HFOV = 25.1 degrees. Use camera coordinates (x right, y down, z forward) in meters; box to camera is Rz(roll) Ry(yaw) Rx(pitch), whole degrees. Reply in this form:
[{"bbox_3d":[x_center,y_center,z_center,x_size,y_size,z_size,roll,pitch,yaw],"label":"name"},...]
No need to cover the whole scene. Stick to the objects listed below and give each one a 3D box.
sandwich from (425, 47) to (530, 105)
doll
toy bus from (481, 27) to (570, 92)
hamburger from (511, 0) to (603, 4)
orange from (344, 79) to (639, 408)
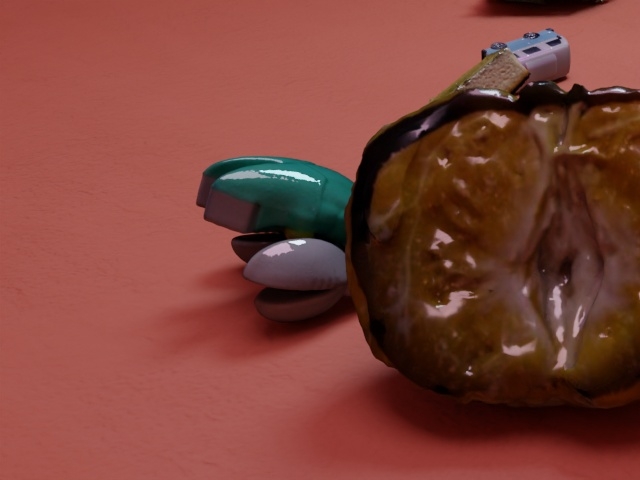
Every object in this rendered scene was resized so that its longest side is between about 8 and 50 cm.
[{"bbox_3d":[0.161,-0.156,1.787,0.193,0.058,0.162,-40,5,-2],"label":"sandwich"},{"bbox_3d":[-0.002,0.003,1.446,0.258,0.153,0.195,17,10,10],"label":"doll"},{"bbox_3d":[0.290,-0.246,1.988,0.123,0.060,0.075,-20,32,-24],"label":"toy bus"},{"bbox_3d":[0.349,-0.445,2.323,0.235,0.125,0.214,3,12,-14],"label":"hamburger"},{"bbox_3d":[0.205,0.015,1.239,0.368,0.271,0.210,1,-14,19],"label":"orange"}]
